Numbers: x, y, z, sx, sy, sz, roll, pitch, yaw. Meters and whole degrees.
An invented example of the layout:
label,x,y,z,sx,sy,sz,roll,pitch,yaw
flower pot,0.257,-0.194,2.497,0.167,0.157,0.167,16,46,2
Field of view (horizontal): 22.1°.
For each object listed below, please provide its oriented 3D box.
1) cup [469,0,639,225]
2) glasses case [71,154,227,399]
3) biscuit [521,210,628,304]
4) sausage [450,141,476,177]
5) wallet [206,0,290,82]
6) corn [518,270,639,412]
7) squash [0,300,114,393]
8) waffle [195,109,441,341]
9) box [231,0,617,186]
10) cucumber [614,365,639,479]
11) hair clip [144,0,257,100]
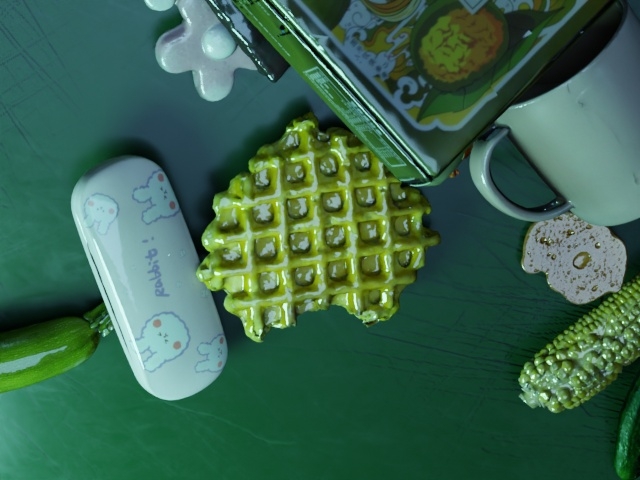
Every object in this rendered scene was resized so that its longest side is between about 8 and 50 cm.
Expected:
label,x,y,z,sx,sy,sz,roll,pitch,yaw
cup,0.287,-0.116,1.819,0.253,0.191,0.200,-43,113,-9
glasses case,-0.193,0.045,1.876,0.113,0.075,0.297,-27,112,-21
biscuit,0.304,0.019,1.953,0.130,0.019,0.102,28,101,2
sausage,0.145,-0.198,1.844,0.083,0.083,0.264,-5,110,-5
wallet,-0.024,-0.309,1.762,0.229,0.049,0.182,-43,116,-9
corn,0.360,0.108,1.972,0.288,0.086,0.086,-41,109,7
squash,-0.383,0.139,1.894,0.318,0.071,0.080,-12,93,-4
waffle,0.001,0.000,1.886,0.291,0.051,0.291,-3,102,-15
box,0.095,-0.326,1.683,0.373,0.138,0.420,-44,101,-7
cucumber,0.400,0.192,1.989,0.056,0.056,0.284,3,130,-8
hair clip,-0.140,-0.273,1.782,0.146,0.075,0.257,-31,114,-10
